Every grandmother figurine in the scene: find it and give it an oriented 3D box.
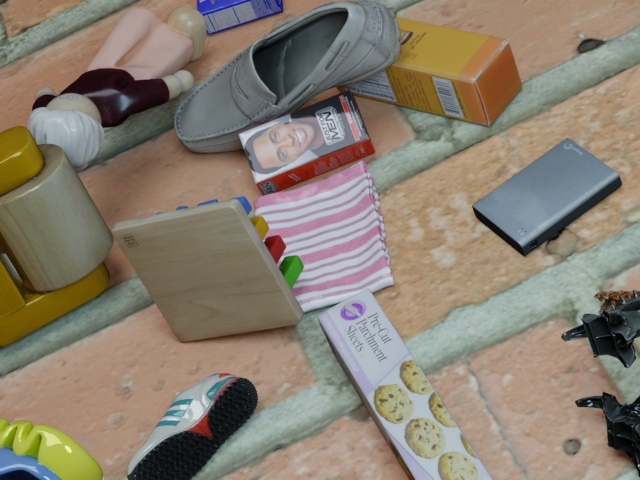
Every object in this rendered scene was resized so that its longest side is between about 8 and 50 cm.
[{"bbox_3d":[-0.260,-0.183,2.308,0.208,0.104,0.342,-16,21,25],"label":"grandmother figurine"}]

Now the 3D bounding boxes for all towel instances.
[{"bbox_3d":[0.000,0.000,2.114,0.144,0.029,0.197,-19,42,8],"label":"towel"}]

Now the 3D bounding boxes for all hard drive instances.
[{"bbox_3d":[0.243,-0.048,2.050,0.135,0.022,0.094,-35,42,-12],"label":"hard drive"}]

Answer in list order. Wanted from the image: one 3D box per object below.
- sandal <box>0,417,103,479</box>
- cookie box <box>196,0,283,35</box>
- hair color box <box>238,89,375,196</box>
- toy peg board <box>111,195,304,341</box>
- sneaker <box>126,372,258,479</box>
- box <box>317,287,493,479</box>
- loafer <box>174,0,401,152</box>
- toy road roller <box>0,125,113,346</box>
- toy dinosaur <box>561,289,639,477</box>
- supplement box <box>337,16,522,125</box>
[{"bbox_3d":[-0.387,0.247,1.981,0.317,0.126,0.138,6,54,33],"label":"sandal"},{"bbox_3d":[-0.106,-0.322,2.491,0.107,0.040,0.092,-16,42,10],"label":"cookie box"},{"bbox_3d":[-0.016,-0.112,2.210,0.141,0.043,0.072,-22,66,4],"label":"hair color box"},{"bbox_3d":[-0.109,0.015,2.039,0.161,0.160,0.079,-11,33,31],"label":"toy peg board"},{"bbox_3d":[-0.141,0.195,1.970,0.161,0.057,0.075,-42,27,-16],"label":"sneaker"},{"bbox_3d":[0.088,0.172,1.866,0.067,0.063,0.324,-27,41,-4],"label":"box"},{"bbox_3d":[-0.056,-0.196,2.227,0.319,0.111,0.112,-29,64,29],"label":"loafer"},{"bbox_3d":[-0.423,-0.005,2.204,0.329,0.202,0.240,-27,30,-1],"label":"toy road roller"},{"bbox_3d":[0.356,0.105,1.773,0.218,0.164,0.322,-23,0,-19],"label":"toy dinosaur"},{"bbox_3d":[0.116,-0.204,2.235,0.233,0.080,0.078,19,56,37],"label":"supplement box"}]
